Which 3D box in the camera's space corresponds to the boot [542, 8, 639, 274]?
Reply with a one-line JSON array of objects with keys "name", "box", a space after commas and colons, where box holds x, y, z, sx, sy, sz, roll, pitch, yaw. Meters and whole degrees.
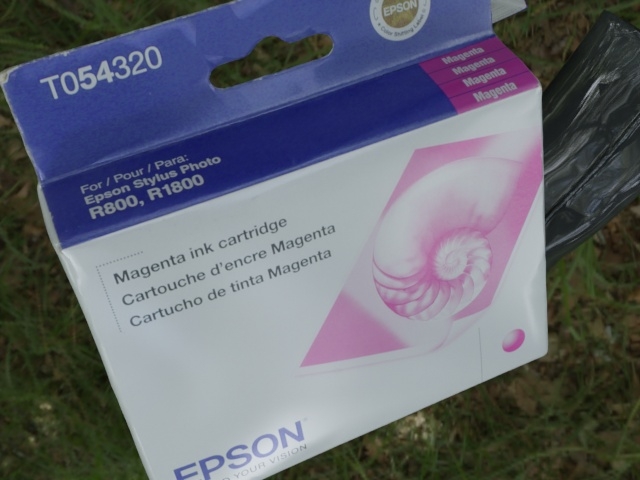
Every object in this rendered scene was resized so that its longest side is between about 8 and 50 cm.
[{"name": "boot", "box": [0.254, -0.118, 1.173, 0.367, 0.146, 0.445, 31, 116, -24]}]

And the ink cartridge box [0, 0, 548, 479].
[{"name": "ink cartridge box", "box": [0.000, 0.000, 0.593, 0.324, 0.071, 0.330, -21, 125, -13]}]

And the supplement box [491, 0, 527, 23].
[{"name": "supplement box", "box": [0.205, -0.376, 1.286, 0.114, 0.220, 0.111, -19, 90, 33]}]
